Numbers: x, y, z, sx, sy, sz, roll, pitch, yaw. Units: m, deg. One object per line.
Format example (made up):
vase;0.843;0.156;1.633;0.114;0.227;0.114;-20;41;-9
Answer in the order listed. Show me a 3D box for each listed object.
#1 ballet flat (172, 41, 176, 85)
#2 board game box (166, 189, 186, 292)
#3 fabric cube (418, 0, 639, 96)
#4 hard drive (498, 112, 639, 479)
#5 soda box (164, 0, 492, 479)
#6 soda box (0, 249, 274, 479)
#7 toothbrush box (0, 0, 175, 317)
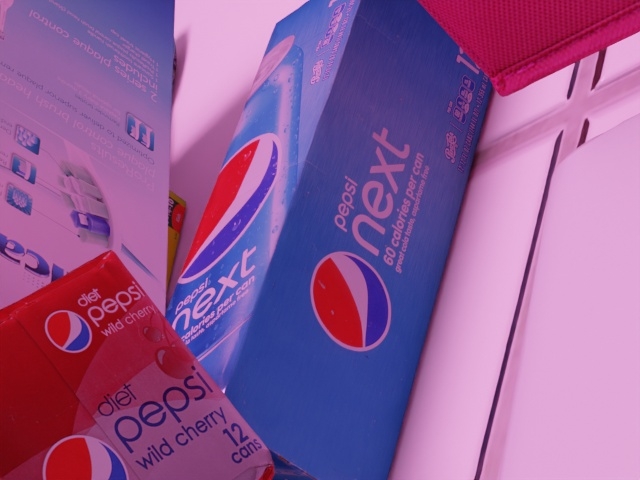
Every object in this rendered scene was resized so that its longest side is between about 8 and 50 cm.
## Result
ballet flat;-0.125;-0.076;0.934;0.070;0.070;0.188;-42;24;27
board game box;-0.147;0.046;0.831;0.181;0.043;0.092;-38;28;33
fabric cube;0.095;-0.242;0.427;0.259;0.258;0.254;-24;25;54
hard drive;0.110;0.070;0.326;0.203;0.040;0.307;-30;34;44
soda box;0.000;0.000;0.582;0.067;0.071;0.210;-27;36;46
soda box;-0.123;0.117;0.540;0.083;0.092;0.263;-31;-11;-45
toothbrush box;-0.181;0.000;0.739;0.216;0.126;0.295;-41;31;27
